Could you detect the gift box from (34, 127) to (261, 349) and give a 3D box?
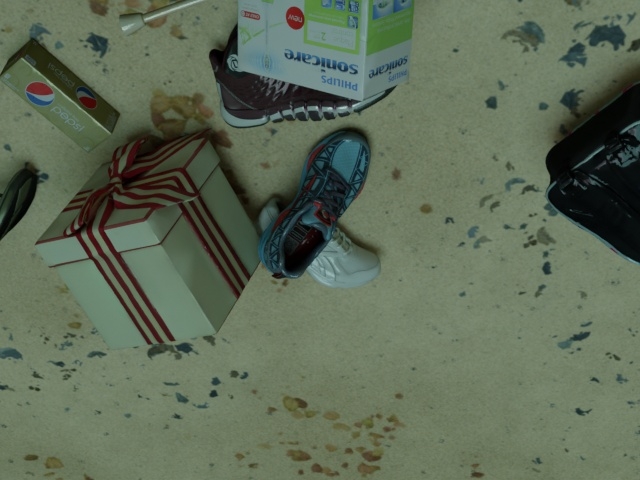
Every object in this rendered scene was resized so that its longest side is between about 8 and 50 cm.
[{"bbox_3d":[-0.244,-0.014,1.792,0.276,0.255,0.258,-15,120,27],"label":"gift box"}]

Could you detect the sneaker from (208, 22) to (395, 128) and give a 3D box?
[{"bbox_3d":[-0.035,-0.260,1.664,0.281,0.106,0.162,-10,126,16],"label":"sneaker"}]

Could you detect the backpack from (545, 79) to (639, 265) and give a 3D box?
[{"bbox_3d":[0.478,-0.090,1.687,0.253,0.191,0.225,38,128,-15],"label":"backpack"}]

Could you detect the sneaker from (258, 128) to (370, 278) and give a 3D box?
[{"bbox_3d":[0.006,-0.047,1.783,0.104,0.125,0.261,28,98,-19],"label":"sneaker"}]

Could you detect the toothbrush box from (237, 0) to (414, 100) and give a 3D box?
[{"bbox_3d":[0.008,-0.346,1.475,0.206,0.122,0.283,19,122,30],"label":"toothbrush box"}]

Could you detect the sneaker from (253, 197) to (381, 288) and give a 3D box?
[{"bbox_3d":[0.000,0.000,1.896,0.232,0.090,0.115,19,127,-10],"label":"sneaker"}]

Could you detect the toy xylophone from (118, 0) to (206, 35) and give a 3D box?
[{"bbox_3d":[-0.201,-0.394,1.419,0.323,0.081,0.236,-22,100,13],"label":"toy xylophone"}]

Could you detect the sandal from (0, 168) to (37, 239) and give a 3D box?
[{"bbox_3d":[-0.578,-0.019,1.937,0.086,0.120,0.303,42,125,-10],"label":"sandal"}]

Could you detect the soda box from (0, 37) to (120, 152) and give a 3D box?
[{"bbox_3d":[-0.399,-0.220,1.772,0.061,0.058,0.181,-32,120,29],"label":"soda box"}]
